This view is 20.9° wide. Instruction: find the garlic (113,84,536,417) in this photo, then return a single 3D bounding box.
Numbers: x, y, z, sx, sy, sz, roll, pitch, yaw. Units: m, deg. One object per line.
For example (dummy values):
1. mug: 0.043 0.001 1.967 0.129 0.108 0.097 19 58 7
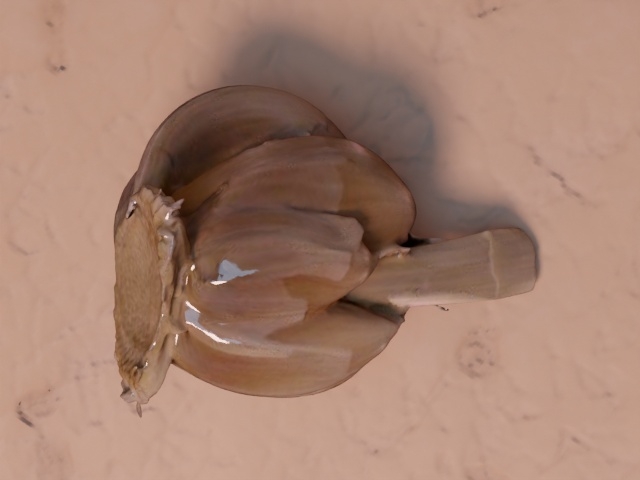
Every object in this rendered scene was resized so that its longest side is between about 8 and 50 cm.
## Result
1. garlic: 0.000 0.000 0.740 0.194 0.127 0.131 -8 112 -16
